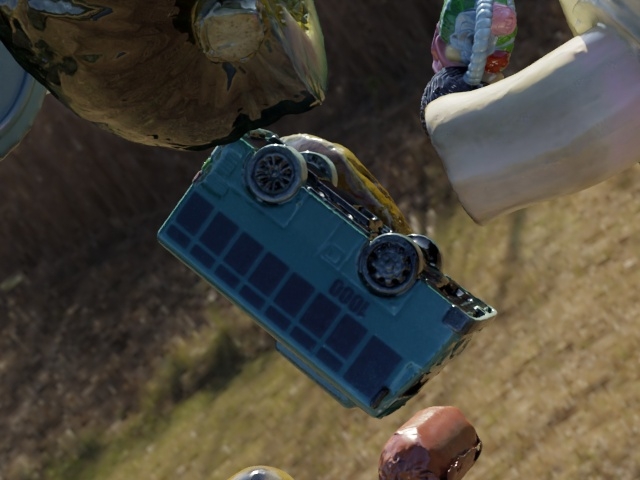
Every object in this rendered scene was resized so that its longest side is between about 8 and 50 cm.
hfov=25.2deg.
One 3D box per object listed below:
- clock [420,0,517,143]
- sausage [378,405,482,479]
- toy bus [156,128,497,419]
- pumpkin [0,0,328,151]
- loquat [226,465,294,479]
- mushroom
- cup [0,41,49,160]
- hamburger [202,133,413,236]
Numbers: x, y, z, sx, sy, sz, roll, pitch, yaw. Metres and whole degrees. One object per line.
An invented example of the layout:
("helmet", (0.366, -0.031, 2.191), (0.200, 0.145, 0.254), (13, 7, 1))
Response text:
("clock", (0.175, -0.211, 1.676), (0.100, 0.194, 0.195), (8, 42, 2))
("sausage", (0.100, 0.195, 1.303), (0.076, 0.076, 0.141), (-21, 5, 26))
("toy bus", (0.006, 0.028, 1.176), (0.147, 0.256, 0.128), (-53, -12, 11))
("pumpkin", (-0.133, -0.184, 0.971), (0.197, 0.293, 0.263), (-24, 40, 11))
("loquat", (-0.099, 0.423, 2.225), (0.163, 0.137, 0.163), (-39, 20, 17))
("mushroom", (0.280, -0.145, 1.086), (0.356, 0.315, 0.315), (-31, 23, 46))
("cup", (-0.379, -0.131, 1.214), (0.311, 0.331, 0.256), (-9, 60, 48))
("hamburger", (0.000, 0.000, 1.660), (0.132, 0.308, 0.211), (-29, -6, -44))
